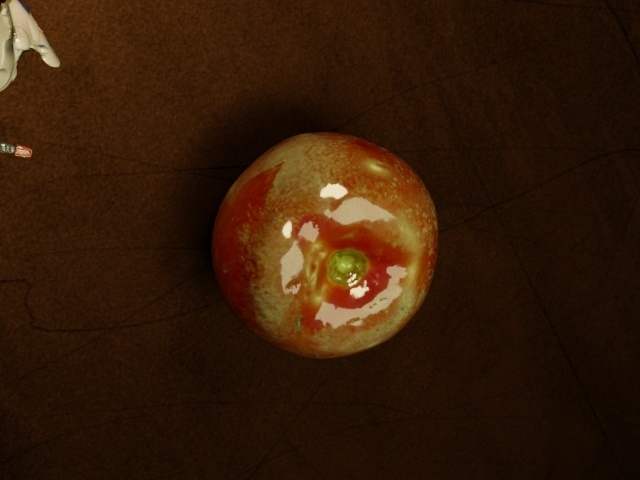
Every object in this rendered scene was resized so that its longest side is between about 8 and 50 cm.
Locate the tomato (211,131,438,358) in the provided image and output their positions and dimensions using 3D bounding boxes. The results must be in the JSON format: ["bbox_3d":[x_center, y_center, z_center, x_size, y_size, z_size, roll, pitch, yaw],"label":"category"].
[{"bbox_3d":[0.000,0.000,1.890,0.270,0.222,0.270,-6,111,-15],"label":"tomato"}]

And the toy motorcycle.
[{"bbox_3d":[-0.346,-0.158,1.616,0.150,0.102,0.221,11,108,-19],"label":"toy motorcycle"}]
